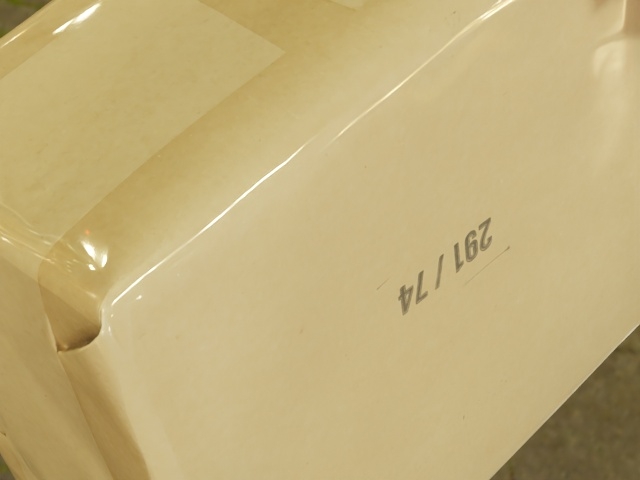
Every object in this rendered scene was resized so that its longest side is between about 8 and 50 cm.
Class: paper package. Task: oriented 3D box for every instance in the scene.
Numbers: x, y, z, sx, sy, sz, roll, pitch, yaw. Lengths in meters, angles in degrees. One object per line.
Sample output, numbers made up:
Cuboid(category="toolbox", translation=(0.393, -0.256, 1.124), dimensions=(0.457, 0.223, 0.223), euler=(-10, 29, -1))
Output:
Cuboid(category="paper package", translation=(0.000, 0.000, 0.758), dimensions=(0.168, 0.309, 0.325), euler=(29, 59, 36))
